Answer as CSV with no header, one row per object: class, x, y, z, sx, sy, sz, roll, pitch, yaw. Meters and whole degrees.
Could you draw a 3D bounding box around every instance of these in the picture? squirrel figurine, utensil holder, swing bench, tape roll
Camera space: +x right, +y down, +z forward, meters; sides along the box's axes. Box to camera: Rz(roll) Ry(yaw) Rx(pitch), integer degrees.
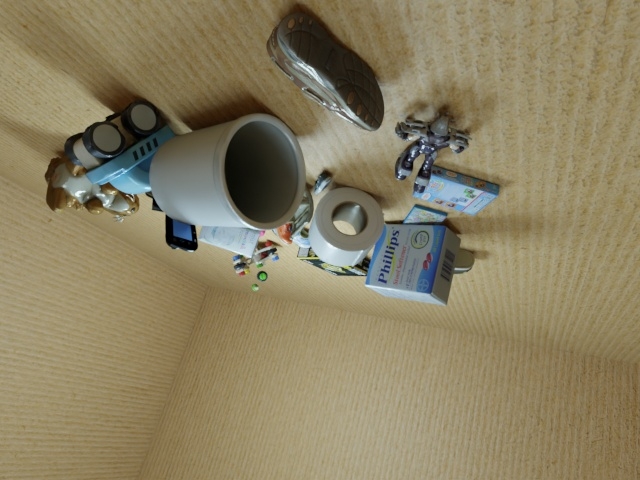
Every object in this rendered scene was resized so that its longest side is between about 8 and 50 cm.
squirrel figurine,-1.047,-0.237,2.025,0.397,0.281,0.370,19,177,39
utensil holder,-0.294,-0.198,1.342,0.385,0.327,0.327,3,157,40
swing bench,-0.171,-0.135,1.667,0.255,0.165,0.253,16,161,-15
tape roll,0.088,-0.046,1.556,0.246,0.246,0.169,17,156,-2

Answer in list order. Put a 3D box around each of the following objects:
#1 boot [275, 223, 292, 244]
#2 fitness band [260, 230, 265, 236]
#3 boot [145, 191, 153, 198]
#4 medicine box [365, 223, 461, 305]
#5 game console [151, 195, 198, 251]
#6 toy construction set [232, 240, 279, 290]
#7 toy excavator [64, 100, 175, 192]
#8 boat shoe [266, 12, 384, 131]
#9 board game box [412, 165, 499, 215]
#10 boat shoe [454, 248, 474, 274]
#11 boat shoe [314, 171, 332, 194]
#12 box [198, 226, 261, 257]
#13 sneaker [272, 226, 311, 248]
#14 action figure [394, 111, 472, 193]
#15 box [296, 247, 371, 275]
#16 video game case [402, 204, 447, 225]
boot,-0.160,-0.051,1.963,0.085,0.059,0.158,-17,109,42
fitness band,-0.411,-0.087,2.149,0.291,0.054,0.209,16,161,3
boot,-0.630,-0.194,1.937,0.305,0.115,0.112,22,158,-21
medicine box,0.350,0.086,1.655,0.289,0.263,0.149,4,161,42
game console,-0.475,-0.075,1.522,0.213,0.361,0.044,10,121,-26
toy construction set,-0.402,0.080,2.412,0.309,0.257,0.237,43,167,-12
toy excavator,-0.549,-0.248,1.497,0.222,0.433,0.445,-2,126,42
boat shoe,0.018,-0.360,0.969,0.324,0.123,0.116,37,160,-32
board game box,0.409,-0.150,1.334,0.212,0.039,0.160,16,161,-2
boat shoe,0.468,0.079,1.819,0.324,0.116,0.096,6,156,10
boat shoe,0.003,-0.200,1.523,0.040,0.049,0.142,51,159,0
box,-0.366,-0.064,1.854,0.231,0.126,0.262,19,-157,-8
sneaker,-0.128,-0.039,2.051,0.211,0.080,0.081,22,134,-9
action figure,0.271,-0.240,1.122,0.185,0.099,0.285,23,157,2
box,0.083,0.106,2.213,0.257,0.079,0.322,-5,158,42
video game case,0.379,-0.079,1.594,0.119,0.015,0.166,15,161,1
